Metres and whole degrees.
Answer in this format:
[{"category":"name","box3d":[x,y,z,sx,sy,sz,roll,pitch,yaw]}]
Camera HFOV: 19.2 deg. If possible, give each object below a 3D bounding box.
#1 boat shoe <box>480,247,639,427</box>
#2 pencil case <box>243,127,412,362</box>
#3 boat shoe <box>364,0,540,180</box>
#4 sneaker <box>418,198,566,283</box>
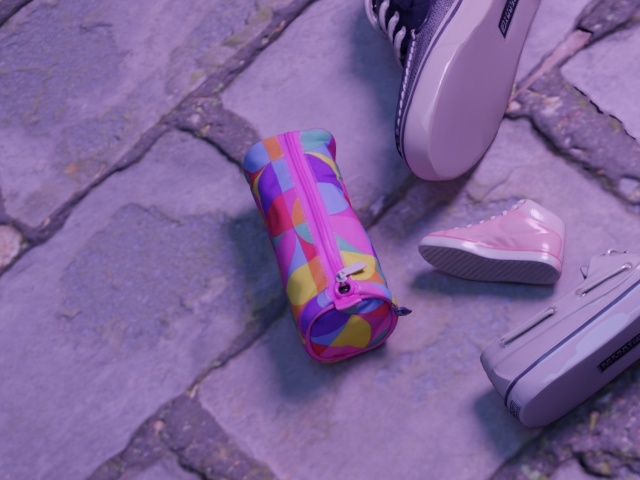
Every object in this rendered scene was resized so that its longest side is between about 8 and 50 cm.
[{"category":"boat shoe","box3d":[0.257,0.052,1.627,0.267,0.096,0.088,-39,57,2]},{"category":"pencil case","box3d":[0.000,0.000,1.750,0.104,0.104,0.236,-25,51,3]},{"category":"boat shoe","box3d":[0.105,-0.196,1.846,0.158,0.127,0.341,4,50,30]},{"category":"sneaker","box3d":[0.160,-0.003,1.724,0.134,0.051,0.070,6,58,20]}]
